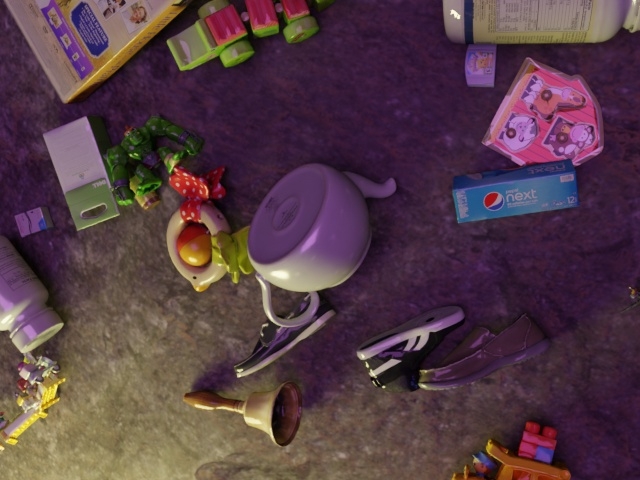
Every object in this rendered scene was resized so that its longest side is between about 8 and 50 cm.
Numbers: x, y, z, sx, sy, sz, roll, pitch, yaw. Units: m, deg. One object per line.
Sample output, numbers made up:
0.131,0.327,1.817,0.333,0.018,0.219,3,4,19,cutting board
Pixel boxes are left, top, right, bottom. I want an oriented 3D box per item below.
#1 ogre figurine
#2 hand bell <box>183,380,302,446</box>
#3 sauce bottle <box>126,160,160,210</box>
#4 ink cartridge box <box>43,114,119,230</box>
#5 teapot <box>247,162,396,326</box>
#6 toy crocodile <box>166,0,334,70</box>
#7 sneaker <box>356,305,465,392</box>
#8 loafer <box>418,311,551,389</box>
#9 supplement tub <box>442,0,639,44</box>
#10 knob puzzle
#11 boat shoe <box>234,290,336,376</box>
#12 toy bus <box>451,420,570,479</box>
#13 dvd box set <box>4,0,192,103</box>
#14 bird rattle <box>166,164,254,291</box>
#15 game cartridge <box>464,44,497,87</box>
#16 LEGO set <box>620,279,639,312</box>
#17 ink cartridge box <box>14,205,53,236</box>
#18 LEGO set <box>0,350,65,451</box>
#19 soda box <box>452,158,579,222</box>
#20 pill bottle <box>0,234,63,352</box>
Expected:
-0.342,-0.167,1.515,0.197,0.097,0.118,-44,78,8,ogre figurine
-0.172,0.332,1.543,0.241,0.126,0.126,2,97,25,hand bell
-0.375,-0.122,1.558,0.042,0.042,0.128,-35,89,15,sauce bottle
-0.472,-0.138,1.570,0.108,0.062,0.209,-18,92,15,ink cartridge box
0.000,0.000,1.405,0.256,0.253,0.187,-27,132,35,teapot
-0.116,-0.407,1.407,0.340,0.105,0.115,-21,91,-1,toy crocodile
0.188,0.213,1.447,0.216,0.079,0.121,-25,100,16,sneaker
0.288,0.202,1.399,0.251,0.094,0.088,-21,81,-4,loafer
0.368,-0.437,1.237,0.324,0.235,0.236,2,97,13,supplement tub
0.410,-0.204,1.359,0.213,0.030,0.213,2,97,14,knob puzzle
-0.080,0.183,1.502,0.233,0.084,0.079,-38,84,9,boat shoe
0.347,0.429,1.400,0.220,0.149,0.212,11,86,15,toy bus
-0.424,-0.502,1.462,0.420,0.062,0.308,-32,89,30,dvd box set
-0.233,-0.014,1.498,0.253,0.143,0.207,49,121,7,bird rattle
0.287,-0.318,1.384,0.055,0.017,0.083,4,97,17,game cartridge
0.653,0.081,1.214,0.192,0.255,0.331,35,117,-20,LEGO set
-0.615,-0.038,1.634,0.083,0.028,0.048,-17,92,16,ink cartridge box
-0.650,0.337,1.645,0.107,0.132,0.287,44,111,15,LEGO set
0.342,-0.088,1.361,0.210,0.071,0.067,-7,113,14,soda box
-0.647,0.114,1.607,0.131,0.131,0.229,-40,86,15,pill bottle
